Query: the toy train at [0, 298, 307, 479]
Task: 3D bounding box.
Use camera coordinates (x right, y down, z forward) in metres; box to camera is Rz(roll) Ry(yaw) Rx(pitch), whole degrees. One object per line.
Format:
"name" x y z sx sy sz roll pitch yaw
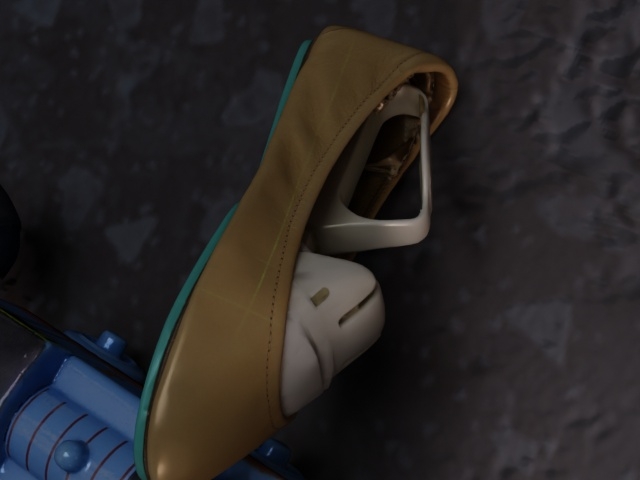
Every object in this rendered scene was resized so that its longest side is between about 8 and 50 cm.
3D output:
"toy train" -0.086 0.088 0.610 0.184 0.105 0.080 30 89 30

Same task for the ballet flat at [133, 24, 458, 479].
"ballet flat" 0.000 0.000 0.574 0.073 0.080 0.232 10 51 14

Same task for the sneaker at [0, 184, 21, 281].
"sneaker" -0.228 0.113 0.686 0.319 0.112 0.131 -45 78 10
